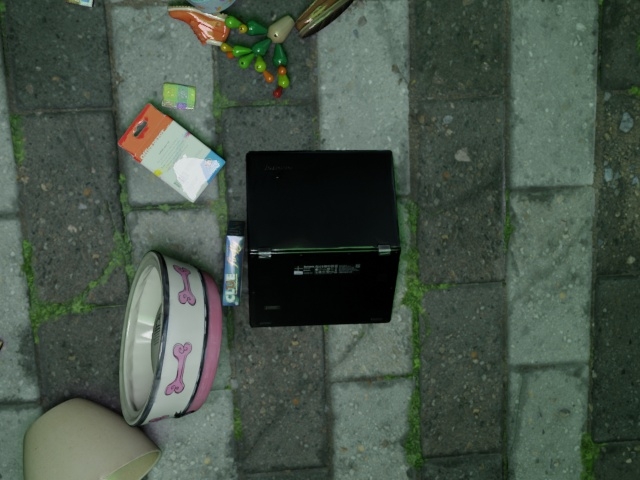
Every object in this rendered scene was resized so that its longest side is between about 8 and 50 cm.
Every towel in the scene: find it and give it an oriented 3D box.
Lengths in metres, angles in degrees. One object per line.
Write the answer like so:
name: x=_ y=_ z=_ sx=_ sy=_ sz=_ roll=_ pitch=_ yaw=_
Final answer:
towel: x=-0.353 y=-0.358 z=1.736 sx=0.083 sy=0.009 sz=0.060 roll=5 pitch=98 yaw=-7

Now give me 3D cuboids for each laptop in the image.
laptop: x=0.000 y=0.000 z=1.828 sx=0.381 sy=0.236 sz=0.408 roll=-1 pitch=128 yaw=-5

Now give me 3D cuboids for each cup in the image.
cup: x=-0.601 y=0.537 z=1.736 sx=0.331 sy=0.331 sz=0.237 roll=-42 pitch=74 yaw=2

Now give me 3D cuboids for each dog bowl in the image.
dog bowl: x=-0.359 y=0.234 z=1.658 sx=0.150 sy=0.408 sz=0.408 roll=9 pitch=99 yaw=-26

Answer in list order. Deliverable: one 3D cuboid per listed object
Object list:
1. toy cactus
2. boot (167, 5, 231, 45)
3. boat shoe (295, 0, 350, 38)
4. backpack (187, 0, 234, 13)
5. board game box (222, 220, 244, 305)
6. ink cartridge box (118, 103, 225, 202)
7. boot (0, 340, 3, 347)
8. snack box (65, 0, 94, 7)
toy cactus: x=-0.133 y=-0.474 z=1.706 sx=0.219 sy=0.112 sz=0.180 roll=45 pitch=74 yaw=-8
boot: x=-0.297 y=-0.520 z=1.691 sx=0.157 sy=0.059 sz=0.085 roll=12 pitch=103 yaw=-9
boat shoe: x=0.043 y=-0.617 z=1.689 sx=0.307 sy=0.110 sz=0.104 roll=-42 pitch=97 yaw=-8
backpack: x=-0.271 y=-0.628 z=1.610 sx=0.166 sy=0.144 sz=0.188 roll=-42 pitch=85 yaw=1
board game box: x=-0.210 y=0.049 z=1.701 sx=0.042 sy=0.243 sz=0.165 roll=4 pitch=99 yaw=-6
ink cartridge box: x=-0.364 y=-0.217 z=1.724 sx=0.231 sy=0.078 sz=0.134 roll=39 pitch=94 yaw=-10
boot: x=-0.925 y=0.289 z=1.758 sx=0.213 sy=0.077 sz=0.165 roll=-43 pitch=99 yaw=6
snack box: x=-0.563 y=-0.651 z=1.659 sx=0.064 sy=0.022 sz=0.178 roll=8 pitch=98 yaw=-8
